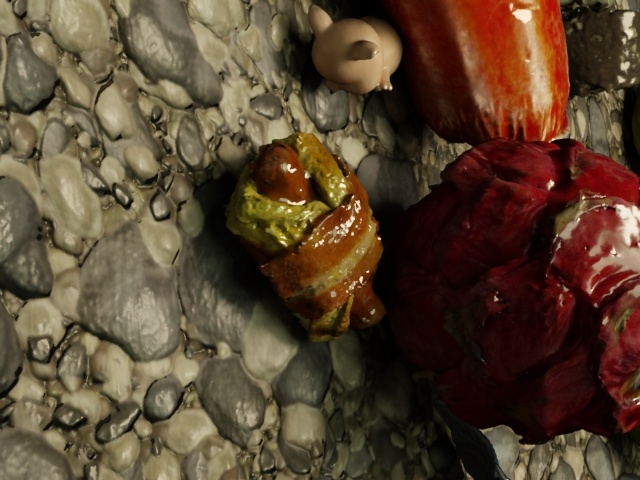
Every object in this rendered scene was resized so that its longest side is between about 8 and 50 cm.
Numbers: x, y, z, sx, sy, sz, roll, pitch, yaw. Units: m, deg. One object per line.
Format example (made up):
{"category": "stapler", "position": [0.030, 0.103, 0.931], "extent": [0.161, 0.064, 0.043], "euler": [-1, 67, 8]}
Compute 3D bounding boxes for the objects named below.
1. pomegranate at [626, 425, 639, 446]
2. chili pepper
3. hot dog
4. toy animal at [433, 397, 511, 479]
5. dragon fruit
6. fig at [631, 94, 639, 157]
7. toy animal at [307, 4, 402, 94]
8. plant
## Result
{"category": "pomegranate", "position": [0.502, 0.215, 1.505], "extent": [0.198, 0.246, 0.198], "euler": [21, 90, -79]}
{"category": "chili pepper", "position": [0.154, -0.261, 1.138], "extent": [0.251, 0.229, 0.305], "euler": [-112, -173, -64]}
{"category": "hot dog", "position": [0.000, 0.000, 0.933], "extent": [0.213, 0.103, 0.146], "euler": [52, 44, -34]}
{"category": "toy animal", "position": [0.194, 0.279, 1.093], "extent": [0.176, 0.255, 0.239], "euler": [-29, 63, -27]}
{"category": "dragon fruit", "position": [0.228, 0.053, 1.042], "extent": [0.329, 0.329, 0.329], "euler": [16, 70, -50]}
{"category": "fig", "position": [0.644, -0.182, 1.727], "extent": [0.271, 0.240, 0.239], "euler": [51, 42, -63]}
{"category": "toy animal", "position": [0.037, -0.195, 1.046], "extent": [0.150, 0.084, 0.089], "euler": [-32, 123, -68]}
{"category": "plant", "position": [0.388, -0.343, 1.490], "extent": [0.146, 0.149, 0.274], "euler": [-39, 117, -66]}
